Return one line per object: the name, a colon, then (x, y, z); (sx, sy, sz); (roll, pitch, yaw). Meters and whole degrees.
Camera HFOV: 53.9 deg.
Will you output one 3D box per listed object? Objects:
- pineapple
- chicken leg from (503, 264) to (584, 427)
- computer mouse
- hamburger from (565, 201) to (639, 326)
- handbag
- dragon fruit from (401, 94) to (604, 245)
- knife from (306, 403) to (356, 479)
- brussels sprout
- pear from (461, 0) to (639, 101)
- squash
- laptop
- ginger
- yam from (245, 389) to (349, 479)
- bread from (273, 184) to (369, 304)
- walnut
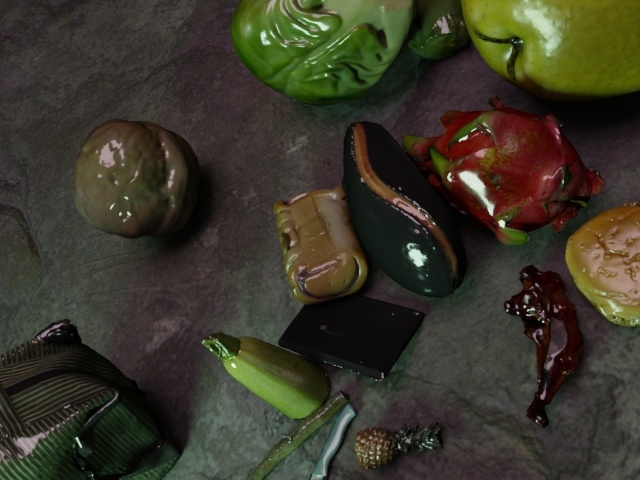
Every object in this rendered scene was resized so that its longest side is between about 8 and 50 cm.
pineapple: (0.109, 0.270, 0.846); (0.124, 0.058, 0.058); (-15, 56, 9)
chicken leg: (0.290, 0.126, 0.807); (0.089, 0.048, 0.219); (-20, 55, 26)
computer mouse: (0.102, -0.046, 0.940); (0.116, 0.183, 0.323); (-22, 50, -9)
hamburger: (0.386, 0.027, 0.781); (0.138, 0.083, 0.147); (-33, 54, 7)
handbag: (-0.390, 0.304, 0.975); (0.240, 0.340, 0.247); (-36, 50, -13)
dragon fruit: (0.246, -0.102, 0.892); (0.198, 0.200, 0.269); (-68, 23, -1)
knife: (0.000, 0.331, 0.896); (0.028, 0.015, 0.210); (18, 75, 32)
brussels sprout: (0.017, -0.401, 1.119); (0.355, 0.289, 0.281); (-17, 51, 57)
pear: (0.384, -0.384, 0.851); (0.418, 0.362, 0.362); (-49, 49, -8)
squash: (-0.086, 0.182, 0.904); (0.094, 0.224, 0.094); (-22, 50, 28)
laptop: (0.042, 0.133, 0.949); (0.197, 0.016, 0.135); (11, 46, 36)
ginger: (0.227, -0.458, 1.162); (0.137, 0.089, 0.290); (-5, 63, 51)
yam: (-0.049, 0.304, 0.933); (0.234, 0.029, 0.027); (-44, 61, 4)
bread: (0.000, 0.000, 1.037); (0.134, 0.081, 0.225); (-19, 47, 8)
walnut: (-0.355, -0.122, 1.230); (0.248, 0.248, 0.248); (-15, 57, 25)
